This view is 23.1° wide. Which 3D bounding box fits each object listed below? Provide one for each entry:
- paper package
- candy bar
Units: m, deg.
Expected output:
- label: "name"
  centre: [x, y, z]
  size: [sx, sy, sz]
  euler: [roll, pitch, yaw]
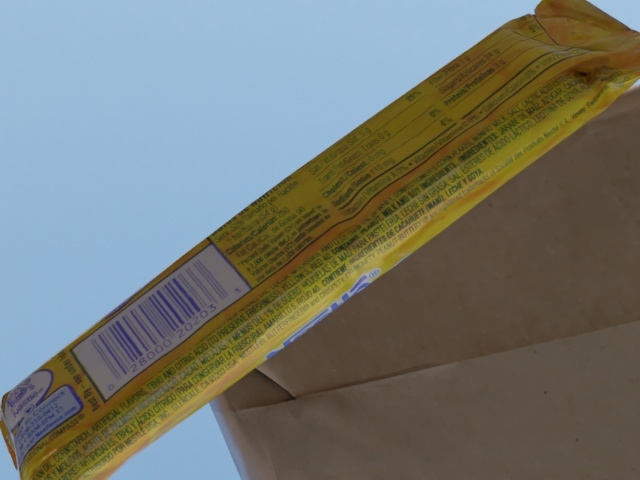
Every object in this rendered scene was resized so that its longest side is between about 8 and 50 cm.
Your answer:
- label: "paper package"
  centre: [0.176, 0.015, 0.473]
  size: [0.309, 0.168, 0.325]
  euler: [-18, -179, 44]
- label: "candy bar"
  centre: [0.000, 0.000, 0.317]
  size: [0.161, 0.018, 0.040]
  euler: [-37, -140, -6]
